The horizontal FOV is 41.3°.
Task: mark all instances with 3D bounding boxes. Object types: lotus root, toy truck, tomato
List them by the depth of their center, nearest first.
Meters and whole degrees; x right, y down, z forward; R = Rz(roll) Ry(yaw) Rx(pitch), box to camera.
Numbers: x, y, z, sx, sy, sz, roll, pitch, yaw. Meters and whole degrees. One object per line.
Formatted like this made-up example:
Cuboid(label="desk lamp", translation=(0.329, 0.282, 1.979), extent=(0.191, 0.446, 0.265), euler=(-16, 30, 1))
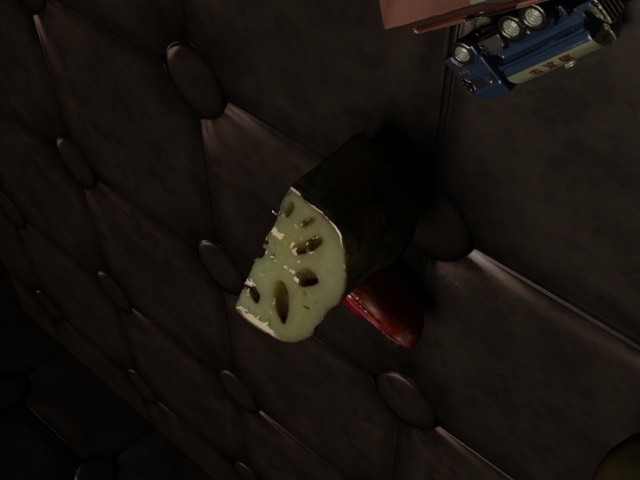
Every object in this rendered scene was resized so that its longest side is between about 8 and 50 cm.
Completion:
Cuboid(label="toy truck", translation=(0.225, -0.214, 0.886), extent=(0.088, 0.074, 0.202), euler=(48, 150, -15))
Cuboid(label="lotus root", translation=(0.038, -0.004, 1.185), extent=(0.149, 0.260, 0.267), euler=(41, 136, 11))
Cuboid(label="tomato", translation=(0.092, 0.080, 1.339), extent=(0.173, 0.099, 0.189), euler=(45, 173, -28))

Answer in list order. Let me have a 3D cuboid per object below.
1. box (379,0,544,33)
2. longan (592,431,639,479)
Cuboid(label="box", translation=(0.137, -0.318, 0.796), extent=(0.215, 0.086, 0.215), euler=(0, 103, 52))
Cuboid(label="longan", translation=(0.448, 0.344, 1.050), extent=(0.246, 0.246, 0.215), euler=(14, 99, 45))
